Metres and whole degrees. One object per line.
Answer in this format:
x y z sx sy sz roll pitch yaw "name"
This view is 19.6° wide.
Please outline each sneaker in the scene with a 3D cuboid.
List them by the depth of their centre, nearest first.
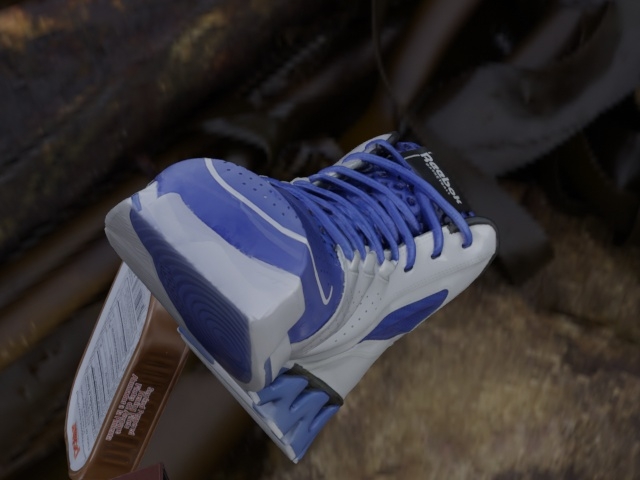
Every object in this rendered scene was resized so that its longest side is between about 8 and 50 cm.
0.000 0.000 1.032 0.182 0.315 0.127 -43 73 -9 "sneaker"

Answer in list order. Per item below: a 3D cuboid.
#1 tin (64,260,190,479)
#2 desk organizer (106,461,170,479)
-0.126 0.080 1.226 0.040 0.190 0.106 16 29 -18 "tin"
-0.098 0.204 1.132 0.050 0.130 0.047 -18 25 4 "desk organizer"
